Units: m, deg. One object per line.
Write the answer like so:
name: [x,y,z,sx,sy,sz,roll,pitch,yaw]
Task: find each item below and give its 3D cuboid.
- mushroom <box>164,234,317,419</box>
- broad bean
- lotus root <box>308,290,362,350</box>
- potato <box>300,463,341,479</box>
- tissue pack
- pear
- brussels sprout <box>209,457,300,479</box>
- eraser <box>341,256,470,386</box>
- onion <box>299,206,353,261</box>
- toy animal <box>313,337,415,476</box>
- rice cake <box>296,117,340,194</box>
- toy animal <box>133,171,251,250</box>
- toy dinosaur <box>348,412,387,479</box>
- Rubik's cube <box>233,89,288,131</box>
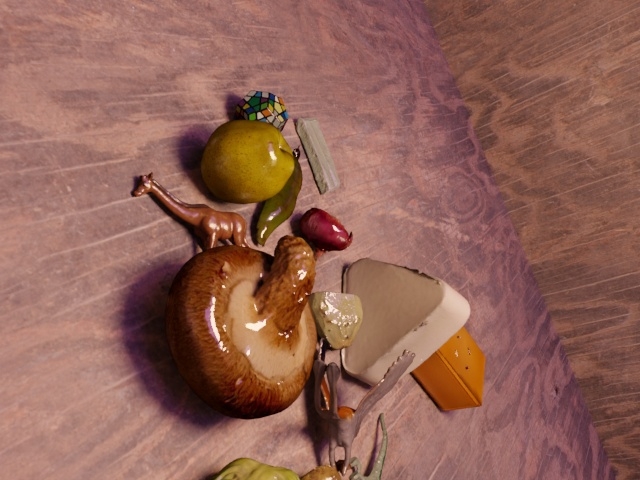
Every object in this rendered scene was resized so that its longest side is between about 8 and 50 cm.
mushroom: [-0.136,0.167,1.081,0.346,0.239,0.344,7,75,-29]
broad bean: [-0.091,-0.115,1.420,0.077,0.061,0.338,40,42,-25]
lotus root: [0.047,0.192,1.407,0.143,0.070,0.144,1,71,-37]
potato: [-0.013,0.518,1.169,0.138,0.070,0.091,-36,105,-38]
tissue pack: [0.363,0.345,1.728,0.274,0.145,0.194,53,39,-23]
pear: [-0.158,-0.170,1.241,0.198,0.198,0.198,31,49,-43]
brussels sprout: [-0.121,0.479,0.976,0.223,0.161,0.223,-6,99,-46]
eraser: [0.179,0.174,1.502,0.150,0.332,0.331,33,47,-43]
onion: [0.000,0.000,1.453,0.150,0.150,0.140,35,86,-40]
toy animal: [0.055,0.366,1.213,0.284,0.225,0.301,-9,104,-69]
rice cake: [-0.004,-0.239,1.628,0.085,0.040,0.226,-15,84,-57]
toy animal: [-0.248,-0.033,1.161,0.224,0.066,0.229,-15,94,-37]
toy dinosaur: [0.103,0.529,1.329,0.129,0.076,0.382,55,39,-30]
Rubik's cube: [-0.144,-0.299,1.403,0.133,0.133,0.112,46,11,-30]
